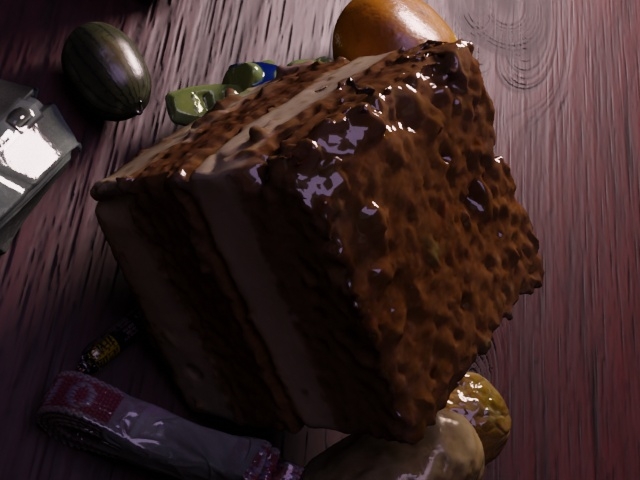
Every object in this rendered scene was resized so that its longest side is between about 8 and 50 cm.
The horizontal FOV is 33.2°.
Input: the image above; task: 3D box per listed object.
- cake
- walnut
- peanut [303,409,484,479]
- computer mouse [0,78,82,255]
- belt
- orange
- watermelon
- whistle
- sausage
[{"bbox_3d":[0.000,0.000,0.939,0.256,0.290,0.282,-38,113,-40],"label":"cake"},{"bbox_3d":[0.127,0.178,1.060,0.124,0.105,0.105,6,62,-27],"label":"walnut"},{"bbox_3d":[0.034,0.271,0.933,0.143,0.159,0.291,46,58,-34],"label":"peanut"},{"bbox_3d":[-0.302,-0.067,0.958,0.126,0.071,0.231,37,52,-8],"label":"computer mouse"},{"bbox_3d":[-0.125,0.172,0.905,0.232,0.071,0.053,20,54,-1],"label":"belt"},{"bbox_3d":[0.084,-0.212,1.229,0.156,0.124,0.156,27,32,-18],"label":"orange"},{"bbox_3d":[-0.210,-0.165,1.062,0.078,0.078,0.110,-23,78,-37],"label":"watermelon"},{"bbox_3d":[-0.056,-0.147,1.136,0.227,0.085,0.105,-6,71,-32],"label":"whistle"},{"bbox_3d":[-0.152,0.064,1.004,0.028,0.025,0.198,49,52,4],"label":"sausage"}]
